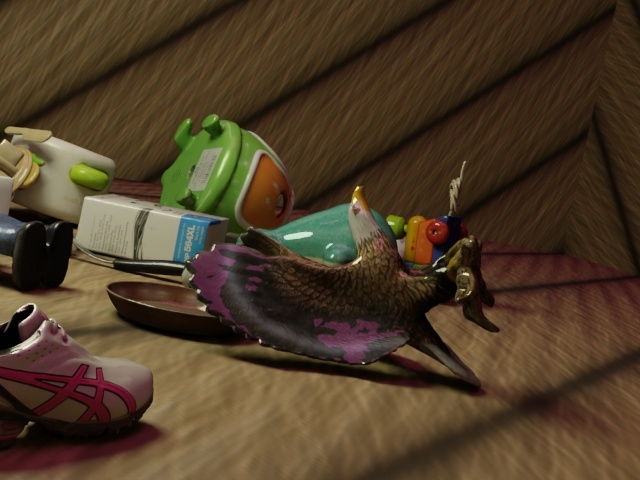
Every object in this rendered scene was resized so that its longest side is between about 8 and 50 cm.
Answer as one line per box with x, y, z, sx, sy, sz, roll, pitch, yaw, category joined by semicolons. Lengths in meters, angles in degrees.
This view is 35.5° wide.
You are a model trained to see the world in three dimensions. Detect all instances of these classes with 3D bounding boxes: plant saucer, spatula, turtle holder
-0.158;0.077;1.120;0.169;0.029;0.168;12;6;-1;plant saucer
-0.310;0.019;1.419;0.297;0.030;0.084;12;3;11;spatula
-0.198;-0.083;1.931;0.228;0.243;0.320;27;-42;-27;turtle holder

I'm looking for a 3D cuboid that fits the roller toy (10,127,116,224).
-0.482;-0.108;1.820;0.191;0.146;0.209;20;-1;-7;roller toy

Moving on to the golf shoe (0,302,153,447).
-0.178;0.086;0.661;0.068;0.085;0.186;13;4;35;golf shoe

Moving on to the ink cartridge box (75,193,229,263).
-0.263;-0.013;1.577;0.203;0.085;0.148;12;5;5;ink cartridge box

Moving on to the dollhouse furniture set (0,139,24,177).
-0.634;-0.145;1.451;0.356;0.173;0.303;38;-14;-14;dollhouse furniture set

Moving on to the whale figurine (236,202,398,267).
0.000;0.000;1.693;0.272;0.141;0.216;8;6;-16;whale figurine

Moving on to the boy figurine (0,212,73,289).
-0.445;-0.016;1.186;0.285;0.092;0.177;12;5;16;boy figurine

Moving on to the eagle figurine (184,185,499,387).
0.033;0.051;1.096;0.299;0.226;0.225;-13;46;10;eagle figurine

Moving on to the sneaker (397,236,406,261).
0.209;0.043;1.958;0.145;0.090;0.270;10;2;15;sneaker

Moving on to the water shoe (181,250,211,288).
-0.097;0.064;1.299;0.080;0.073;0.203;45;21;27;water shoe

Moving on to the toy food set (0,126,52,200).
-0.533;-0.106;1.691;0.132;0.192;0.038;12;-29;34;toy food set

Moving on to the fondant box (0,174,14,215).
-0.658;-0.086;1.487;0.330;0.096;0.238;13;5;35;fondant box

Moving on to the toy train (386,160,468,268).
0.179;-0.023;1.772;0.144;0.247;0.105;9;3;30;toy train
